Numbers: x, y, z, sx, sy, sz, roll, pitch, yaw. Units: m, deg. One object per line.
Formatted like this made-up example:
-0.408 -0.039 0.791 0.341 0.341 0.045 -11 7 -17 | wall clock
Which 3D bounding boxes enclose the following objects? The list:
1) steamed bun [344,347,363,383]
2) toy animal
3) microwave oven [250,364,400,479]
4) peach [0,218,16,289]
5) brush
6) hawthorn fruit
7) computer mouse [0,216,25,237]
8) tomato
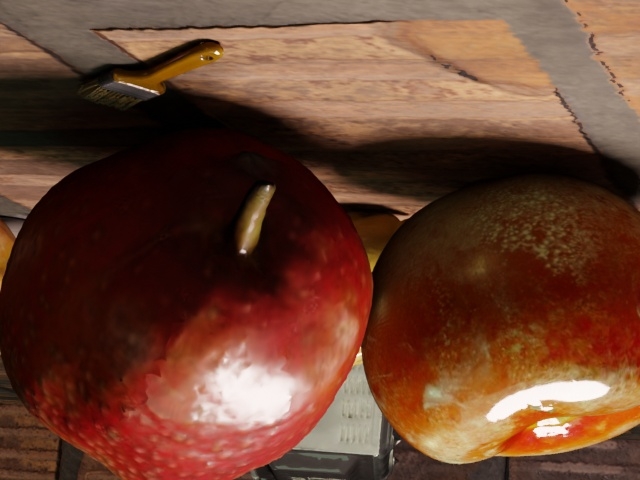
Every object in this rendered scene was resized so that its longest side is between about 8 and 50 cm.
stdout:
-0.063 0.081 1.774 0.292 0.137 0.295 9 164 35 | steamed bun
-0.001 0.000 1.627 0.159 0.070 0.083 16 -149 8 | toy animal
0.009 0.165 2.039 0.181 0.238 0.295 4 165 3 | microwave oven
-0.387 0.031 1.706 0.232 0.233 0.232 5 169 1 | peach
-0.115 -0.115 1.226 0.043 0.014 0.170 14 165 -32 | brush
-0.096 0.035 1.361 0.284 0.285 0.369 8 157 -15 | hawthorn fruit
-0.314 0.002 1.851 0.096 0.039 0.066 13 167 -37 | computer mouse
0.163 0.055 1.433 0.270 0.223 0.270 -15 161 -5 | tomato
